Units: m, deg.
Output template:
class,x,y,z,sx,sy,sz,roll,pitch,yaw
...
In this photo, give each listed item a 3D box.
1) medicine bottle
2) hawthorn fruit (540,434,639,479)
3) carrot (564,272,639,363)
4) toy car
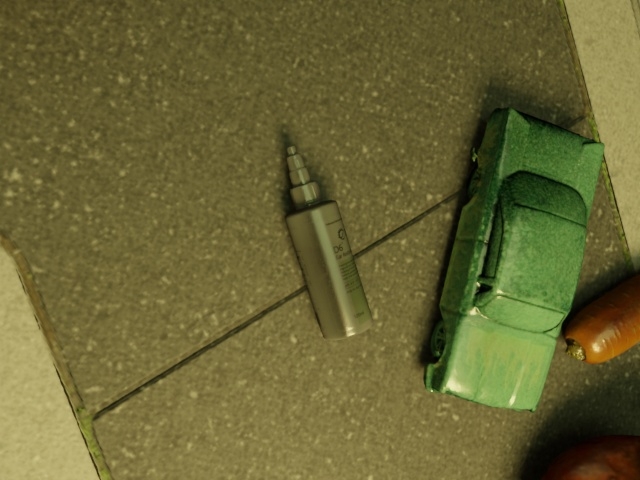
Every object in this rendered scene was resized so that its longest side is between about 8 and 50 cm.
class,x,y,z,sx,sy,sz,roll,pitch,yaw
medicine bottle,0.000,0.000,0.579,0.057,0.057,0.199,-19,96,-15
hawthorn fruit,0.363,0.358,0.625,0.242,0.242,0.272,-40,125,-11
carrot,0.386,0.078,0.689,0.225,0.067,0.067,-27,99,-15
toy car,0.211,0.024,0.618,0.141,0.097,0.321,16,87,-15
